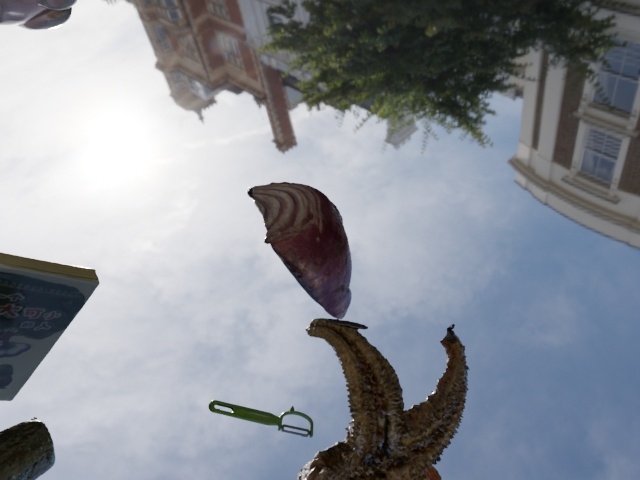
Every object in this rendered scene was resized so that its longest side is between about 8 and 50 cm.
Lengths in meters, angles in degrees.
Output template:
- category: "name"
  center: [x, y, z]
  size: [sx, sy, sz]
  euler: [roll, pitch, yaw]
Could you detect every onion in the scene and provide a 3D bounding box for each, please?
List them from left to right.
- category: "onion"
  center: [0.000, 0.000, 0.930]
  size: [0.111, 0.247, 0.250]
  euler: [-38, -146, 5]

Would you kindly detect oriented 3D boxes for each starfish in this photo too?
- category: "starfish"
  center: [0.043, 0.226, 0.594]
  size: [0.312, 0.303, 0.113]
  euler: [-14, -167, -36]

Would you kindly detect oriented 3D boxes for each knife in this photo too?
- category: "knife"
  center: [-0.112, 0.334, 1.093]
  size: [0.212, 0.015, 0.054]
  euler: [16, -126, -13]

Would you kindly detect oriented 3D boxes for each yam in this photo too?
- category: "yam"
  center: [-0.534, 0.375, 0.938]
  size: [0.107, 0.107, 0.194]
  euler: [11, -166, 23]

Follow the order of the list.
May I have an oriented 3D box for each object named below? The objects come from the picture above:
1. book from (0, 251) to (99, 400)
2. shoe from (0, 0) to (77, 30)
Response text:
- category: "book"
  center: [-0.611, 0.171, 1.027]
  size: [0.371, 0.260, 0.043]
  euler: [-49, -126, 18]
- category: "shoe"
  center: [-0.246, -0.232, 0.285]
  size: [0.198, 0.351, 0.172]
  euler: [-29, -105, -27]
